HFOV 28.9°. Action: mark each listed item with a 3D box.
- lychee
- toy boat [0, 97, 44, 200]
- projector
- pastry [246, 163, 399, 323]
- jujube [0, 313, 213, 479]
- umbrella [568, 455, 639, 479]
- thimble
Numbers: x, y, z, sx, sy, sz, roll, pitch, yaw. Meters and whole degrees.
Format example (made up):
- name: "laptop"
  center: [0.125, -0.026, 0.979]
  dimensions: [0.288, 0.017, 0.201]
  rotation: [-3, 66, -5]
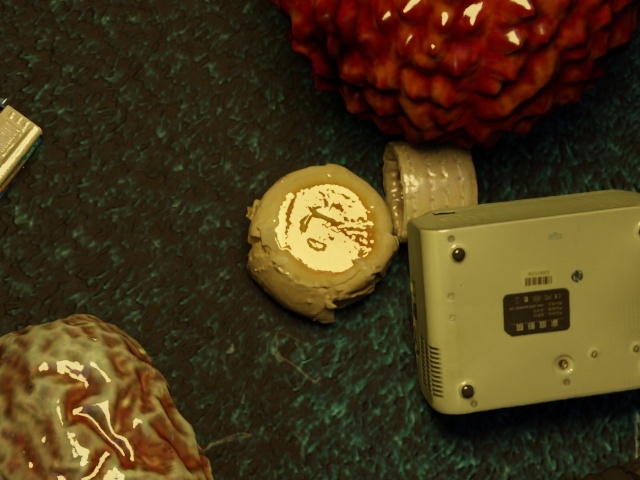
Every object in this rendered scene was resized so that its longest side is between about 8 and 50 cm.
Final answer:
- name: "lychee"
  center: [0.141, -0.340, 1.266]
  dimensions: [0.425, 0.424, 0.499]
  rotation: [6, 76, -5]
- name: "toy boat"
  center: [-0.421, -0.037, 1.281]
  dimensions: [0.129, 0.088, 0.295]
  rotation: [35, 73, 4]
- name: "projector"
  center: [0.224, 0.063, 1.280]
  dimensions: [0.251, 0.108, 0.198]
  rotation: [-6, 103, -9]
- name: "pastry"
  center: [0.000, 0.000, 1.321]
  dimensions: [0.166, 0.088, 0.165]
  rotation: [1, 73, -3]
- name: "jujube"
  center: [-0.219, 0.222, 1.165]
  dimensions: [0.226, 0.226, 0.317]
  rotation: [-19, 67, -12]
- name: "umbrella"
  center: [0.266, 0.295, 1.269]
  dimensions: [0.340, 0.118, 0.118]
  rotation: [-31, 80, -23]
- name: "thimble"
  center: [0.120, -0.056, 1.345]
  dimensions: [0.090, 0.102, 0.115]
  rotation: [-7, 104, -9]
